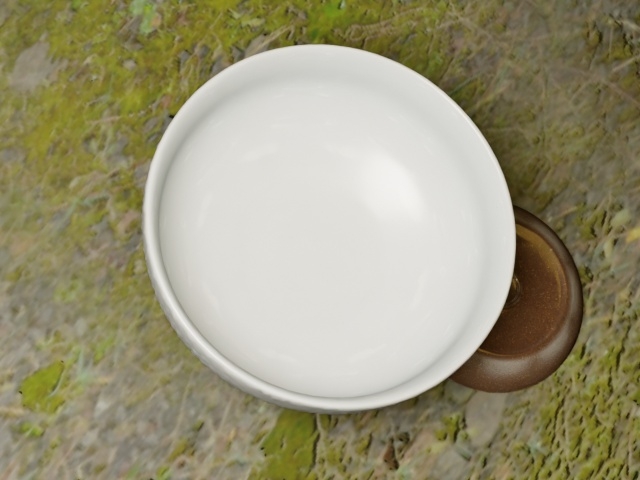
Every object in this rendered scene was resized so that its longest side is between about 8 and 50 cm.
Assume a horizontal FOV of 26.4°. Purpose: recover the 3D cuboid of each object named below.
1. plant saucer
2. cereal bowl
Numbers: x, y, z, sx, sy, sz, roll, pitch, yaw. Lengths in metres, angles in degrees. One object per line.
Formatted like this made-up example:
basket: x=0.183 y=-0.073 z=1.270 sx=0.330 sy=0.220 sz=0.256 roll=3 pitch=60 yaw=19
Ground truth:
plant saucer: x=0.174 y=0.050 z=1.352 sx=0.198 sy=0.036 sz=0.199 roll=4 pitch=74 yaw=-12
cereal bowl: x=0.000 y=0.000 z=1.263 sx=0.338 sy=0.141 sz=0.339 roll=3 pitch=74 yaw=-11
